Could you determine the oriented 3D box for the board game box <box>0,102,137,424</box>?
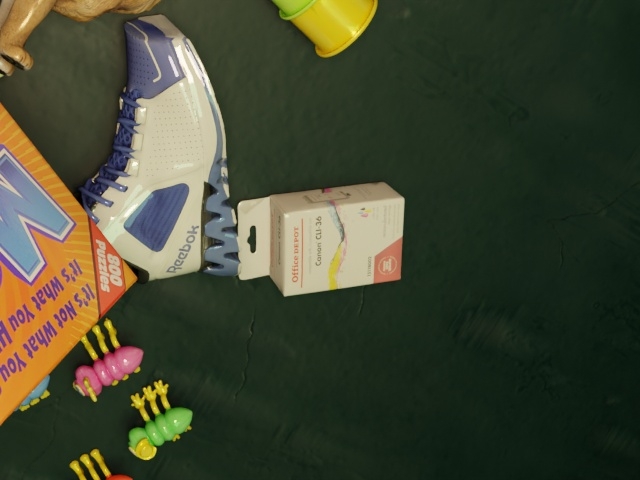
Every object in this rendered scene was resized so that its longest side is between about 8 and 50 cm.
[{"bbox_3d":[-0.451,0.048,0.893,0.356,0.356,0.356,-31,103,27],"label":"board game box"}]

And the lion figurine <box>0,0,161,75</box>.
[{"bbox_3d":[-0.327,-0.313,1.032,0.392,0.142,0.240,30,78,-23],"label":"lion figurine"}]

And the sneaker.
[{"bbox_3d":[-0.200,-0.074,1.194,0.182,0.127,0.316,-17,119,-16],"label":"sneaker"}]

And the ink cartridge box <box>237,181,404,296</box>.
[{"bbox_3d":[0.000,0.000,1.339,0.198,0.067,0.115,-8,115,-18],"label":"ink cartridge box"}]

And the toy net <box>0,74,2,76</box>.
[{"bbox_3d":[-0.432,-0.211,1.089,0.232,0.045,0.122,-13,117,-16],"label":"toy net"}]

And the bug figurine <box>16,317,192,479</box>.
[{"bbox_3d":[-0.281,0.228,1.325,0.216,0.072,0.279,-34,120,-5],"label":"bug figurine"}]

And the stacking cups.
[{"bbox_3d":[-0.075,-0.328,1.150,0.316,0.096,0.096,38,95,-30],"label":"stacking cups"}]
